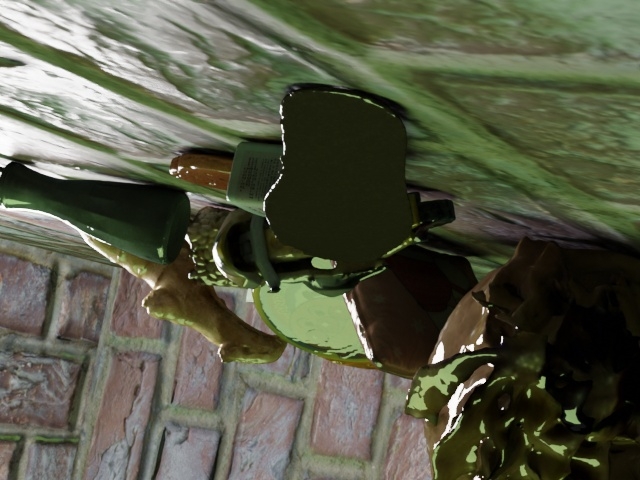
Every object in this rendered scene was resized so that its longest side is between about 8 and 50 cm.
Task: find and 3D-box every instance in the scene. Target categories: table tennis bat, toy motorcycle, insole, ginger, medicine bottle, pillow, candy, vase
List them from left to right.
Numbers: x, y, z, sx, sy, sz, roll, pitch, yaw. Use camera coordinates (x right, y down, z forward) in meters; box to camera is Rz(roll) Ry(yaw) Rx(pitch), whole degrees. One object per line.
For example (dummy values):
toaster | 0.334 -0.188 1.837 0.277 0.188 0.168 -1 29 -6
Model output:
vase | -0.262 -0.038 1.546 0.214 0.086 0.086 15 176 9
ginger | -0.184 0.053 1.807 0.333 0.081 0.148 47 -143 11
candy | -0.108 0.009 1.624 0.110 0.095 0.085 -1 -150 15
medicine bottle | -0.005 -0.042 1.047 0.118 0.055 0.074 7 171 35
toy motorcycle | 0.000 -0.001 1.176 0.229 0.094 0.130 -13 171 31
insole | 0.013 -0.035 0.940 0.111 0.007 0.328 11 162 2
table tennis bat | 0.090 0.097 1.710 0.369 0.054 0.224 18 134 -7
pillow | 0.113 0.080 1.543 0.236 0.223 0.084 18 128 -38

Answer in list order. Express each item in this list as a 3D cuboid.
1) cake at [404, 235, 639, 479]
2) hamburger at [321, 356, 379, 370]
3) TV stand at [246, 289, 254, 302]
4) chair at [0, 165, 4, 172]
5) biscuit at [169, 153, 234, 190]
cake | 0.247 0.161 1.289 0.332 0.332 0.321 10 179 15
hamburger | 0.109 0.105 1.873 0.209 0.162 0.330 11 171 22
TV stand | -0.046 0.070 2.228 0.083 0.088 0.269 12 176 -16
chair | -0.509 -0.036 1.690 0.326 0.170 0.160 15 177 41
biscuit | -0.082 -0.060 1.205 0.102 0.019 0.130 13 174 -25
